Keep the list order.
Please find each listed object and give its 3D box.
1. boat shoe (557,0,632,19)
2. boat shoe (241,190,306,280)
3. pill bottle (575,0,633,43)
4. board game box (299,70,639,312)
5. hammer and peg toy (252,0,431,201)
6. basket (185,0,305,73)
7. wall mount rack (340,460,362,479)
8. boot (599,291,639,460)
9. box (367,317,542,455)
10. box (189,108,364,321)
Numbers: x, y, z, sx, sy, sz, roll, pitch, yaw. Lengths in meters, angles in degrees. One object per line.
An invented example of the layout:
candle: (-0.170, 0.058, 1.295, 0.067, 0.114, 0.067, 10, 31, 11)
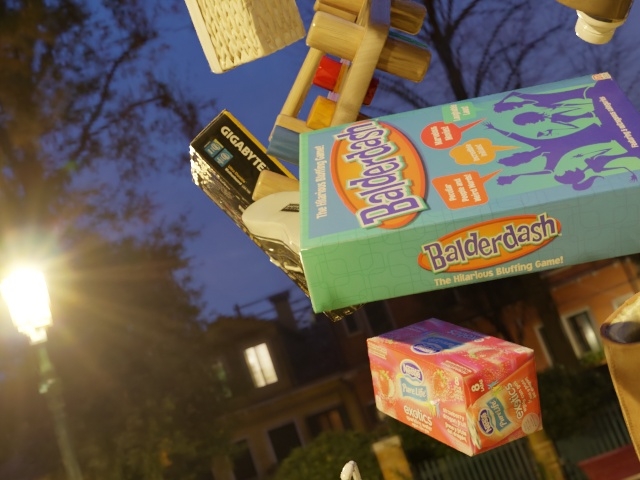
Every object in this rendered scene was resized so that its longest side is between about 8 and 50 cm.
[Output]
boat shoe: (0.210, -0.307, 0.936, 0.111, 0.307, 0.104, 3, -58, -27)
boat shoe: (0.000, 0.000, 0.959, 0.078, 0.070, 0.219, -34, 21, -17)
pill bottle: (0.509, -0.435, 1.803, 0.094, 0.094, 0.169, -15, -37, -19)
board game box: (0.093, -0.035, 0.618, 0.210, 0.047, 0.160, -12, 29, 5)
hammer and peg toy: (0.028, -0.172, 1.179, 0.128, 0.361, 0.265, 19, -65, -5)
basket: (-0.108, -0.330, 1.402, 0.103, 0.167, 0.113, -4, 24, 43)
wall mount rack: (0.099, 0.520, 1.635, 0.350, 0.304, 0.130, 8, -39, 22)
boot: (0.374, 0.149, 0.949, 0.236, 0.269, 0.089, -32, 26, -30)
box: (0.190, 0.205, 1.483, 0.128, 0.122, 0.257, -15, 13, -25)
box: (-0.052, -0.024, 1.474, 0.079, 0.322, 0.257, -45, -2, -8)
